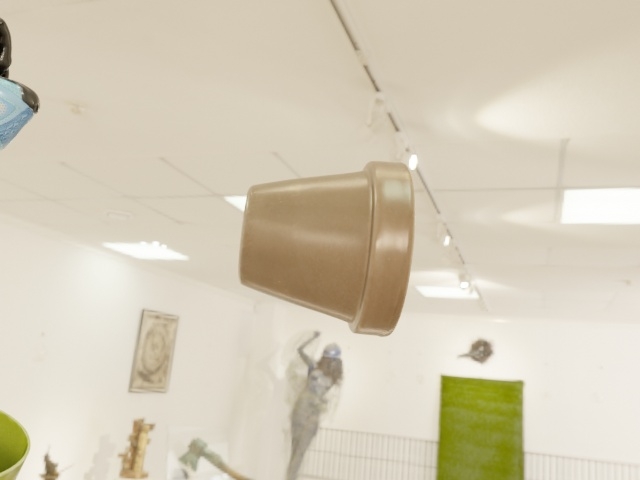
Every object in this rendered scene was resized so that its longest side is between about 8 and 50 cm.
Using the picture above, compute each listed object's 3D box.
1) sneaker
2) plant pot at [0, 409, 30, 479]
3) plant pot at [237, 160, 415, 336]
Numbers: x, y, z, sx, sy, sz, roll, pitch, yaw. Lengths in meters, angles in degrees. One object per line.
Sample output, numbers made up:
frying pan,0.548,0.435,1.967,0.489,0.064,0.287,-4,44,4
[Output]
sneaker,-0.217,-0.110,0.356,0.073,0.162,0.063,-39,-16,-9
plant pot,-0.608,0.413,0.872,0.275,0.293,0.275,19,4,-1
plant pot,0.000,0.000,0.897,0.229,0.263,0.263,7,-13,-4
